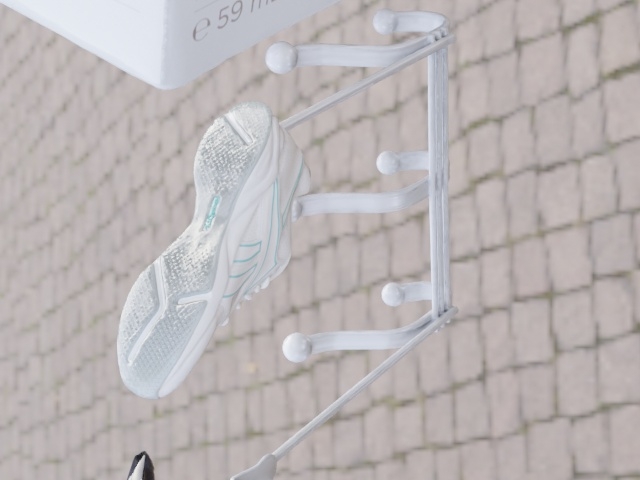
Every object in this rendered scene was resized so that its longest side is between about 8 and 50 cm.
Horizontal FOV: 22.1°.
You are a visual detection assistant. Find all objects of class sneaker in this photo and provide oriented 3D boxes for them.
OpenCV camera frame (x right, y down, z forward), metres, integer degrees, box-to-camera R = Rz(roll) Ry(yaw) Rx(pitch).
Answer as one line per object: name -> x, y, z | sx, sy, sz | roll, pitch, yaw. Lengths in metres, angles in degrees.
sneaker -> -0.044, 0.012, 0.784 | 0.054, 0.061, 0.152 | 11, 69, 41

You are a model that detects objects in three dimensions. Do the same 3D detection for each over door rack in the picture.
over door rack -> 0.000, 0.000, 1.079 | 0.108, 0.324, 0.239 | 7, 116, 22

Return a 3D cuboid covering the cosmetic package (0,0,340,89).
cosmetic package -> -0.109, -0.384, 1.156 | 0.327, 0.329, 0.393 | 30, 133, 28

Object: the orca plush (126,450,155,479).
orca plush -> -0.070, 0.274, 1.410 | 0.287, 0.102, 0.151 | 56, 168, -30
